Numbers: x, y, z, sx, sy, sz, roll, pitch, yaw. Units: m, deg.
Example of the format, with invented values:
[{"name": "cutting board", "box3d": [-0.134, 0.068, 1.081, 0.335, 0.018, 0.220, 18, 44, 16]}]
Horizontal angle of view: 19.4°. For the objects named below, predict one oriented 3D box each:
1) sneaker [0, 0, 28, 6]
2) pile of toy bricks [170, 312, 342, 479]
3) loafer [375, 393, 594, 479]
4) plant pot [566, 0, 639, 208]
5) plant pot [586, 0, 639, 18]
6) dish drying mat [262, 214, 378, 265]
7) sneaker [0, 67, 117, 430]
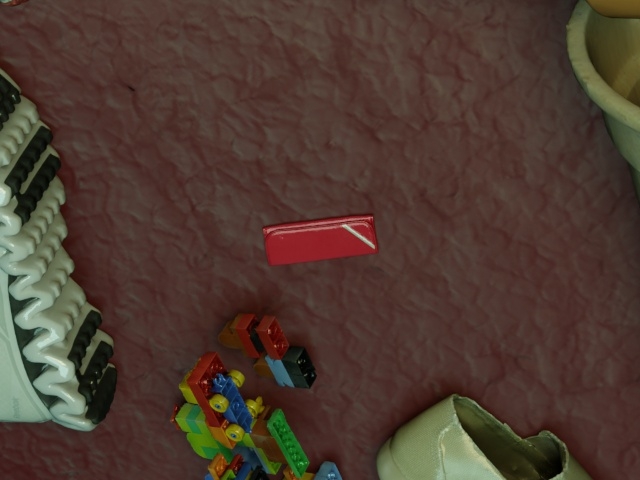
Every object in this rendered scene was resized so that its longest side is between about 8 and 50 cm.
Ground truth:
[{"name": "sneaker", "box3d": [-0.201, -0.269, 1.258, 0.092, 0.088, 0.225, 12, 110, 13]}, {"name": "pile of toy bricks", "box3d": [-0.066, 0.148, 1.418, 0.105, 0.118, 0.212, 4, 134, 32]}, {"name": "loafer", "box3d": [0.174, 0.203, 1.412, 0.268, 0.102, 0.092, 26, 118, -6]}, {"name": "plant pot", "box3d": [0.343, -0.016, 1.214, 0.333, 0.334, 0.305, -8, 123, 7]}, {"name": "plant pot", "box3d": [0.126, -0.271, 1.135, 0.203, 0.291, 0.291, -2, 114, 22]}, {"name": "dish drying mat", "box3d": [0.000, 0.000, 1.388, 0.083, 0.008, 0.032, -7, 113, 7]}, {"name": "sneaker", "box3d": [-0.240, 0.012, 1.364, 0.118, 0.110, 0.292, -5, 112, 16]}]
